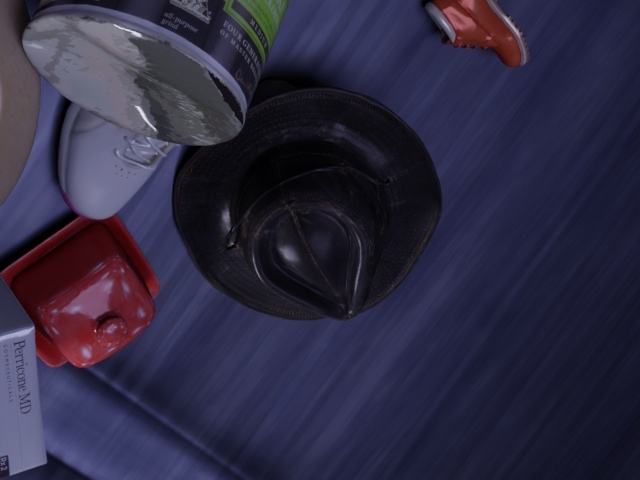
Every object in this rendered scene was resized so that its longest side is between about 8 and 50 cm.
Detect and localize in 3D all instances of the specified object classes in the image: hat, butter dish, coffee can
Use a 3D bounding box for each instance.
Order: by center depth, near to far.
[{"bbox_3d":[-0.116,-0.251,1.209,0.201,0.202,0.275,41,61,-45],"label":"coffee can"},{"bbox_3d":[-0.243,0.071,1.471,0.160,0.118,0.160,-37,134,-11],"label":"butter dish"},{"bbox_3d":[0.000,0.000,1.530,0.331,0.134,0.331,-7,129,-8],"label":"hat"}]

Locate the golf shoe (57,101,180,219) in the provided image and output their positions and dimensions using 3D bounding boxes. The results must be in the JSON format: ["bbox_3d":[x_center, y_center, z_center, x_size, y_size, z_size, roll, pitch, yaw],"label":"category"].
[{"bbox_3d":[-0.162,-0.140,1.374,0.115,0.140,0.306,16,110,-43],"label":"golf shoe"}]

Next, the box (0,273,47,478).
[{"bbox_3d":[-0.364,0.123,1.373,0.119,0.182,0.181,-16,127,-26],"label":"box"}]

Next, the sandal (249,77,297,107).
[{"bbox_3d":[0.001,-0.109,1.566,0.090,0.060,0.219,-49,135,2],"label":"sandal"}]

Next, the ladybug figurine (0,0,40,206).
[{"bbox_3d":[-0.413,-0.183,1.144,0.305,0.162,0.449,-34,134,-14],"label":"ladybug figurine"}]

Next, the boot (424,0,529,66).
[{"bbox_3d":[0.183,-0.247,1.613,0.084,0.059,0.158,-43,126,1],"label":"boot"}]
